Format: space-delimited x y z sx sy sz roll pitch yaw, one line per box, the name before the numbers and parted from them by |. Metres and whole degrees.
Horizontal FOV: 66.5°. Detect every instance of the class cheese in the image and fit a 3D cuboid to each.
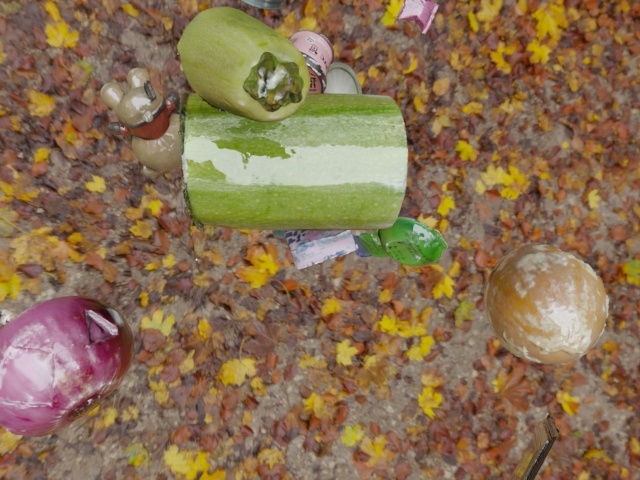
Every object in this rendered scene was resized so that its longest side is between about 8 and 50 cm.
cheese | 0.213 0.007 1.409 0.204 0.320 0.083 51 54 -30

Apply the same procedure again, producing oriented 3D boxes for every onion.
onion | -0.356 0.163 0.688 0.200 0.207 0.201 -8 52 11

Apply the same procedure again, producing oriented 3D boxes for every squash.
squash | -0.067 -0.182 0.563 0.137 0.287 0.137 -15 125 -22
squash | -0.057 -0.145 0.927 0.383 0.263 0.264 -1 88 -7

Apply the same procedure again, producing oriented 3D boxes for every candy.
candy | 0.000 0.000 1.159 0.160 0.092 0.073 -19 128 1

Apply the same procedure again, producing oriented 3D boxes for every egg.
egg | 0.376 0.106 0.822 0.194 0.233 0.195 5 110 13

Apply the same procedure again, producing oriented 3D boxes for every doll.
doll | -0.502 -0.348 1.480 0.235 0.330 0.174 -40 57 -11

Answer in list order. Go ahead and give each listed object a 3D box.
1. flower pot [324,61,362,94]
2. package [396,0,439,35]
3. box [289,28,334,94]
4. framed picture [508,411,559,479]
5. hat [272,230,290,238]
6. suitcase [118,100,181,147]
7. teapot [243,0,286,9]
flower pot | -0.014 -0.428 1.477 0.212 0.202 0.213 -21 119 -44
package | 0.178 -0.422 0.900 0.083 0.029 0.059 11 110 -37
box | -0.042 -0.439 1.226 0.151 0.151 0.135 29 61 -12
framed picture | 0.247 0.308 0.617 0.010 0.199 0.195 29 90 25
hat | -0.075 -0.035 1.268 0.138 0.190 0.078 19 61 -56
suitcase | -0.534 -0.392 1.712 0.285 0.066 0.206 -24 61 -27
teapot | -0.088 -0.375 0.661 0.092 0.091 0.124 43 45 12
